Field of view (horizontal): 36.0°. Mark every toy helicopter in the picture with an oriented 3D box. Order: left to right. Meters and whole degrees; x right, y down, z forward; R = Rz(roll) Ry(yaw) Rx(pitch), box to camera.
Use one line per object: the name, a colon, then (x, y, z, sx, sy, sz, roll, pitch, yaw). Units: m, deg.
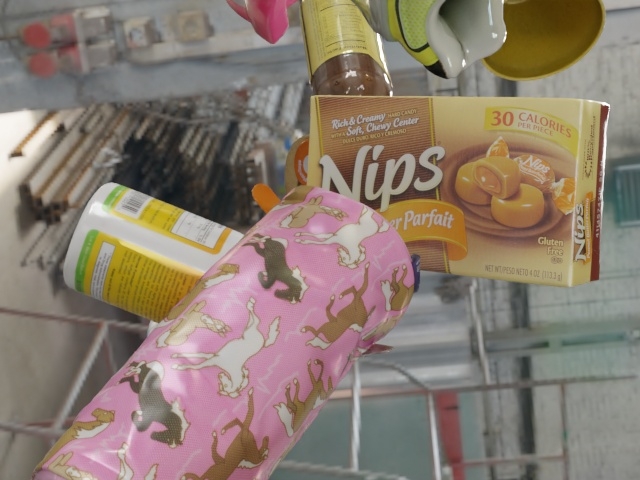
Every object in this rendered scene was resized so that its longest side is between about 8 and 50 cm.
toy helicopter: (0.000, 0.000, 1.653, 0.140, 0.235, 0.355, -7, 88, -42)

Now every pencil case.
pencil case: (-0.067, 0.121, 0.823, 0.386, 0.167, 0.160, -48, 168, -37)

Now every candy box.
candy box: (0.134, -0.059, 1.045, 0.087, 0.316, 0.183, -3, 98, -55)

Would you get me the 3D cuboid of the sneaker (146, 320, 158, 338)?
sneaker: (-0.211, 0.145, 1.366, 0.191, 0.071, 0.083, -98, -173, -49)

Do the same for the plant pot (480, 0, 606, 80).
plant pot: (0.221, -0.251, 1.043, 0.134, 0.134, 0.095, 77, 2, -54)

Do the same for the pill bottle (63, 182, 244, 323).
pill bottle: (-0.164, 0.036, 1.169, 0.136, 0.245, 0.136, 22, 90, -89)

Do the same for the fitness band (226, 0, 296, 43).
fitness band: (0.005, -0.266, 0.802, 0.054, 0.209, 0.291, 40, -1, -1)

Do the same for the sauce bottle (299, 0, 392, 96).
sauce bottle: (0.038, -0.222, 1.329, 0.111, 0.111, 0.344, 77, 5, -55)

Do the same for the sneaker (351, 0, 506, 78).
sneaker: (0.116, -0.211, 0.453, 0.147, 0.145, 0.384, 53, -24, 1)
